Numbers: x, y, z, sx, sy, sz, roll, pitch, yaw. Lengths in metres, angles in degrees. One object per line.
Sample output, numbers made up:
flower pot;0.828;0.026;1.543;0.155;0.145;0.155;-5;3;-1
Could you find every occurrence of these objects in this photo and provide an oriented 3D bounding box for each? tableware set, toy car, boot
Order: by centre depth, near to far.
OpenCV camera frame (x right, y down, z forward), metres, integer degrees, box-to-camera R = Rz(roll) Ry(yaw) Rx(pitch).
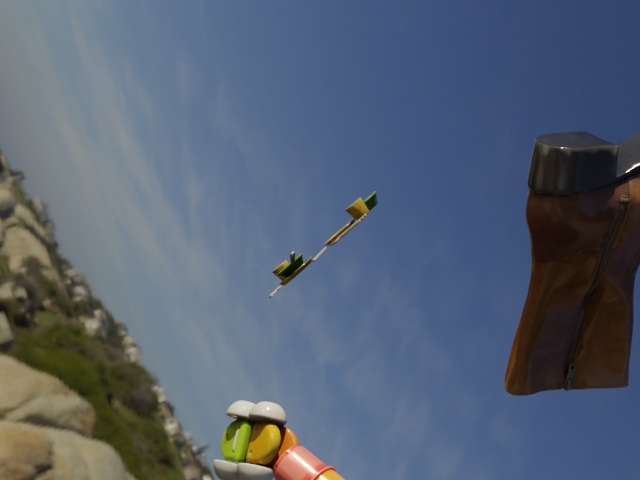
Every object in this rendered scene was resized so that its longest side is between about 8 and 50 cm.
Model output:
boot;0.326;0.031;1.019;0.096;0.264;0.280;-133;-140;-63
tableware set;0.000;0.000;1.122;0.024;0.154;0.104;49;26;-1
toy car;-0.115;0.405;1.965;0.182;0.136;0.159;-9;-117;49

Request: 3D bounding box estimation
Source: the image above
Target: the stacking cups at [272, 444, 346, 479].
stacking cups;0.058;0.408;1.393;0.316;0.096;0.096;32;-35;29
